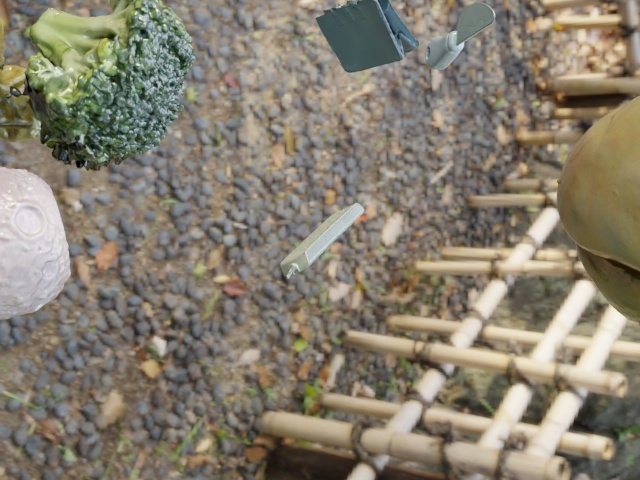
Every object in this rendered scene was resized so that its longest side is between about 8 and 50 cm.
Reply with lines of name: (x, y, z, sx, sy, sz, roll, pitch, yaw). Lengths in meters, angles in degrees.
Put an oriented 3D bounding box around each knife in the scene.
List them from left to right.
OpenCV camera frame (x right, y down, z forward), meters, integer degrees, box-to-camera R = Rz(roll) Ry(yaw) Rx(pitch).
knife: (0.280, -0.415, 1.920, 0.044, 0.331, 0.080, 6, 82, -13)

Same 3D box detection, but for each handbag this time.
handbag: (0.088, -0.416, 1.942, 0.057, 0.221, 0.144, -44, 113, -20)

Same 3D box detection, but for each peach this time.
peach: (0.402, -0.032, 1.066, 0.247, 0.292, 0.292, -32, 124, 2)

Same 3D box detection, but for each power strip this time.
power strip: (0.000, 0.000, 1.647, 0.027, 0.060, 0.253, 58, 38, -9)

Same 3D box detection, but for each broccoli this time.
broccoli: (-0.393, -0.299, 1.683, 0.293, 0.281, 0.348, -21, 137, -55)

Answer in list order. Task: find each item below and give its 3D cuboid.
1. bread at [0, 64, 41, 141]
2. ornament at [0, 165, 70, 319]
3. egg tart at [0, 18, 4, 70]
bread: (-0.661, -0.264, 1.846, 0.130, 0.268, 0.152, -86, 179, -61)
ornament: (-0.545, 0.008, 1.617, 0.225, 0.259, 0.259, -14, 105, -22)
egg tart: (-0.642, -0.415, 1.734, 0.098, 0.232, 0.252, -44, 111, -6)
